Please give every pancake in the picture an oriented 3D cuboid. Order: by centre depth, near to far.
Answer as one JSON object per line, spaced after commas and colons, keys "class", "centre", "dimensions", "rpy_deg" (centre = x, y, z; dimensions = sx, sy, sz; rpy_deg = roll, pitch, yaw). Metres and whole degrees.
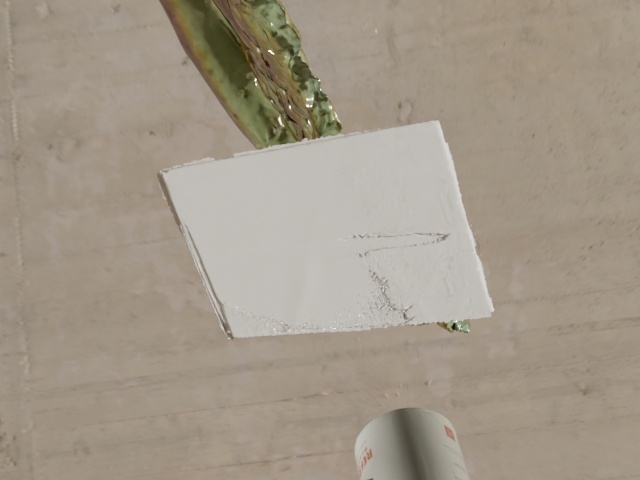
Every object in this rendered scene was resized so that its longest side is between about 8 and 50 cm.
{"class": "pancake", "centre": [-0.023, -0.088, 0.757], "dimensions": [0.067, 0.305, 0.426], "rpy_deg": [-34, -61, -3]}

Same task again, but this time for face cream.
{"class": "face cream", "centre": [0.090, 0.247, 0.778], "dimensions": [0.096, 0.095, 0.214], "rpy_deg": [-15, -146, 2]}

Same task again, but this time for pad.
{"class": "pad", "centre": [0.000, 0.000, 0.672], "dimensions": [0.232, 0.004, 0.156], "rpy_deg": [-8, -65, 28]}
